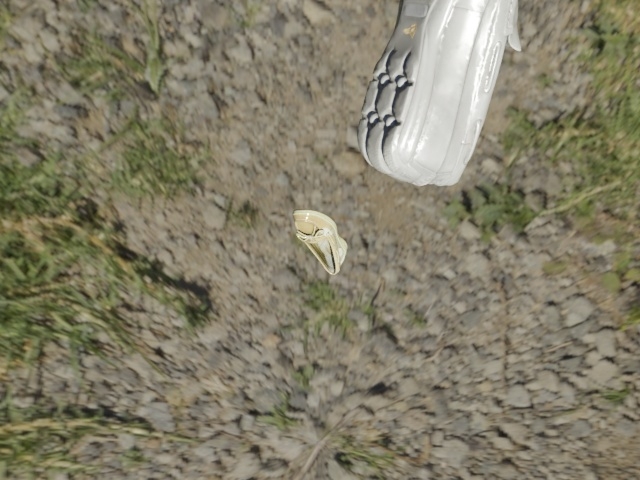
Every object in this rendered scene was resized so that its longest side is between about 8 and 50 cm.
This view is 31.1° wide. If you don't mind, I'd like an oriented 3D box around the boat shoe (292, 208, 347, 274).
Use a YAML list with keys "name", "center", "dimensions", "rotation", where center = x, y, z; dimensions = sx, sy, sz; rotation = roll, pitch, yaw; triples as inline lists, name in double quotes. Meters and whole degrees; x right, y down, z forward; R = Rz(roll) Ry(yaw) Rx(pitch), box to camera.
- name: "boat shoe"
  center: [-0.002, 0.000, 1.786]
  dimensions: [0.056, 0.153, 0.048]
  rotation: [1, 63, 22]

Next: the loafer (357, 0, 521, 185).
- name: "loafer"
  center: [0.131, -0.204, 1.045]
  dimensions: [0.112, 0.112, 0.319]
  rotation: [14, 101, -33]
